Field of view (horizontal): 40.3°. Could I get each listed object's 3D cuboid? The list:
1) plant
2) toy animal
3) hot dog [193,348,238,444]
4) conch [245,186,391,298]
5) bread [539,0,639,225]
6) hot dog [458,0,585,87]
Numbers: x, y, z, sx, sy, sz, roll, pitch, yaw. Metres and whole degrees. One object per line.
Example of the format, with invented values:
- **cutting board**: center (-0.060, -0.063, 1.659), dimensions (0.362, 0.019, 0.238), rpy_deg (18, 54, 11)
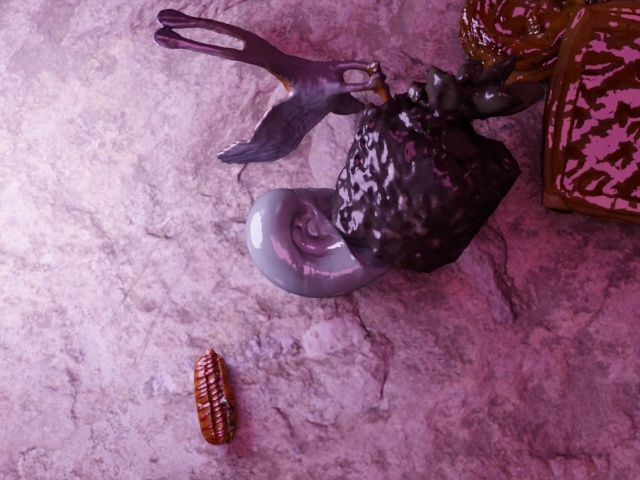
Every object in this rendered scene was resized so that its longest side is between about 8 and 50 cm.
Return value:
- **plant**: center (0.161, -0.126, 1.186), dimensions (0.213, 0.215, 0.312), rpy_deg (35, 123, 21)
- **toy animal**: center (-0.048, -0.252, 1.249), dimensions (0.302, 0.284, 0.225), rpy_deg (3, 79, 8)
- **hot dog**: center (-0.159, 0.234, 1.308), dimensions (0.062, 0.038, 0.144), rpy_deg (-11, 80, 5)
- **conch**: center (-0.002, 0.001, 1.285), dimensions (0.221, 0.121, 0.185), rpy_deg (26, 70, 3)
- **bread**: center (0.446, -0.167, 1.187), dimensions (0.277, 0.167, 0.324), rpy_deg (11, 82, 13)
- **hot dog**: center (0.338, -0.363, 1.304), dimensions (0.196, 0.122, 0.272), rpy_deg (43, 90, 9)
